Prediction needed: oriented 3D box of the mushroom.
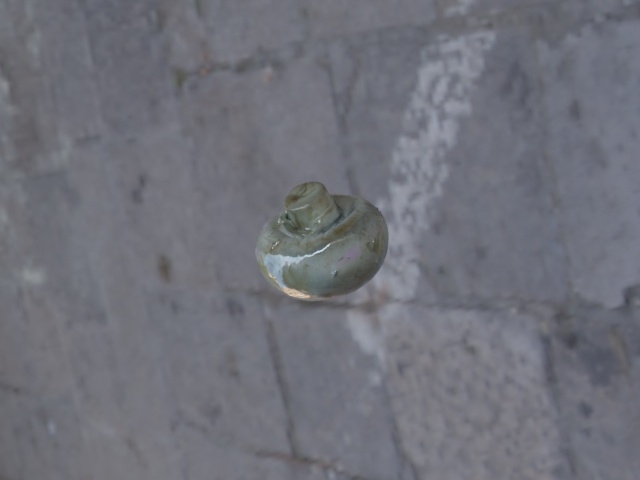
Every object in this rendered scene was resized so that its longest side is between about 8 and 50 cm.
[{"bbox_3d":[0.000,0.000,0.991,0.083,0.083,0.067,32,147,54],"label":"mushroom"}]
